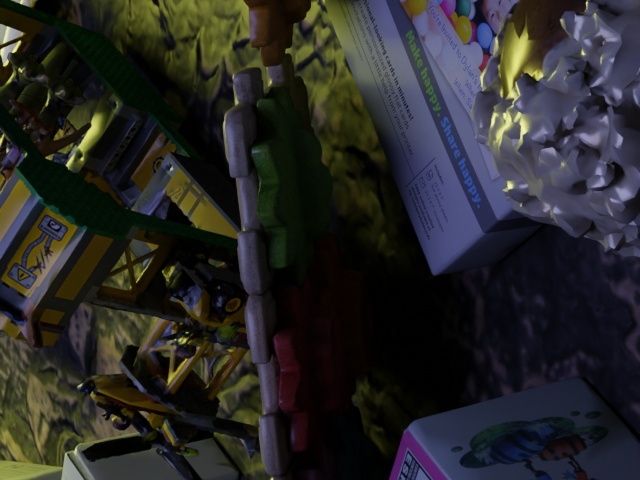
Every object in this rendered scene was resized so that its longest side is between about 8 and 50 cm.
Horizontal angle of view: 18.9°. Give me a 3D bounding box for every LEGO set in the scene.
[{"bbox_3d":[-0.177,0.005,1.014,0.331,0.255,0.192,44,108,29],"label":"LEGO set"}]

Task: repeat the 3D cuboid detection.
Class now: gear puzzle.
[{"bbox_3d":[0.000,0.000,0.872,0.175,0.044,0.339,-48,-47,-76],"label":"gear puzzle"}]

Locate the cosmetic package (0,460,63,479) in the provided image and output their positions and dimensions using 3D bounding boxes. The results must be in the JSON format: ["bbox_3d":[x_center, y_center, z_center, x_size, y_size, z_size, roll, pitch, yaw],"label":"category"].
[{"bbox_3d":[-0.278,0.281,1.289,0.138,0.225,0.224,-7,92,58],"label":"cosmetic package"}]

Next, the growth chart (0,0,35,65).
[{"bbox_3d":[-0.236,-0.159,1.243,0.237,0.021,0.172,52,128,46],"label":"growth chart"}]

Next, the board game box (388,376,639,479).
[{"bbox_3d":[0.123,0.239,0.756,0.303,0.097,0.224,48,138,39],"label":"board game box"}]

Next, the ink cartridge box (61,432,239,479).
[{"bbox_3d":[-0.104,0.172,1.107,0.052,0.088,0.122,45,135,43],"label":"ink cartridge box"}]

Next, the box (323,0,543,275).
[{"bbox_3d":[0.078,-0.089,0.787,0.186,0.038,0.145,-44,62,53],"label":"box"}]

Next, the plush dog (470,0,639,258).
[{"bbox_3d":[0.204,-0.015,0.471,0.210,0.262,0.225,59,174,-35],"label":"plush dog"}]
